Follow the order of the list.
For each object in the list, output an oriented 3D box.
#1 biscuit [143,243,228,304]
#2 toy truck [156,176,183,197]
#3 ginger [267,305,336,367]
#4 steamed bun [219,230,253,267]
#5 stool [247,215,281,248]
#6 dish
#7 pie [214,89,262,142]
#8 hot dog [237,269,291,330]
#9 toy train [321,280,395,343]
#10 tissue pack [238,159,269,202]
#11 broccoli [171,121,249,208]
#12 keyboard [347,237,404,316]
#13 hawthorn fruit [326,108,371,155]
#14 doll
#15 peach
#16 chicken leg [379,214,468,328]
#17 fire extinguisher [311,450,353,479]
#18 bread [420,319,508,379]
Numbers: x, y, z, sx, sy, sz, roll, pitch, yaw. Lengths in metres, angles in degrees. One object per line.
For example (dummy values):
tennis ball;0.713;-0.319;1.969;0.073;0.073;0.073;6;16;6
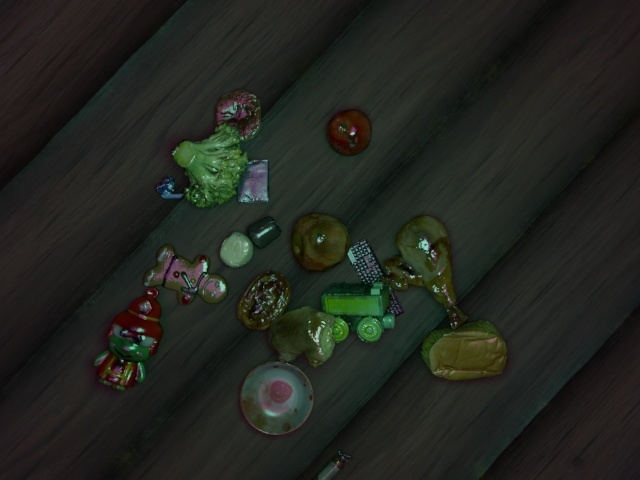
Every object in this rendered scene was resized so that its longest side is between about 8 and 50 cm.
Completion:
biscuit;-0.477;0.136;1.843;0.301;0.049;0.197;25;91;-2
toy truck;-0.545;-0.183;1.844;0.073;0.056;0.090;-43;104;3
ginger;-0.059;0.335;1.720;0.275;0.130;0.221;-43;64;27
steamed bun;-0.294;0.035;1.823;0.112;0.091;0.130;32;102;9
stool;-0.202;-0.031;1.828;0.110;0.096;0.096;-32;90;-5
dish;-0.155;0.555;1.826;0.259;0.085;0.261;0;91;-1
pie;-0.302;-0.453;1.854;0.194;0.046;0.196;0;89;0
hot dog;-0.200;0.217;1.824;0.160;0.099;0.227;28;86;-2
toy train;0.126;0.246;1.776;0.271;0.159;0.189;-1;102;20
tissue pack;-0.243;-0.215;1.849;0.112;0.051;0.157;-1;89;-2
broccoli;-0.379;-0.266;1.739;0.247;0.245;0.289;-20;76;20
keyboard;0.197;0.149;1.872;0.100;0.018;0.310;-27;90;-2
hawthorn fruit;0.103;-0.380;1.800;0.172;0.173;0.173;0;89;-1
doll;-0.650;0.336;1.778;0.182;0.160;0.364;22;86;-2
peach;0.000;0.000;1.765;0.213;0.235;0.215;1;81;-6
chicken leg;0.363;0.131;1.793;0.294;0.182;0.410;-27;82;11
fire extinguisher;0.041;0.836;1.843;0.177;0.050;0.062;-45;72;-1
bread;0.504;0.385;1.810;0.287;0.156;0.205;-10;104;-1
